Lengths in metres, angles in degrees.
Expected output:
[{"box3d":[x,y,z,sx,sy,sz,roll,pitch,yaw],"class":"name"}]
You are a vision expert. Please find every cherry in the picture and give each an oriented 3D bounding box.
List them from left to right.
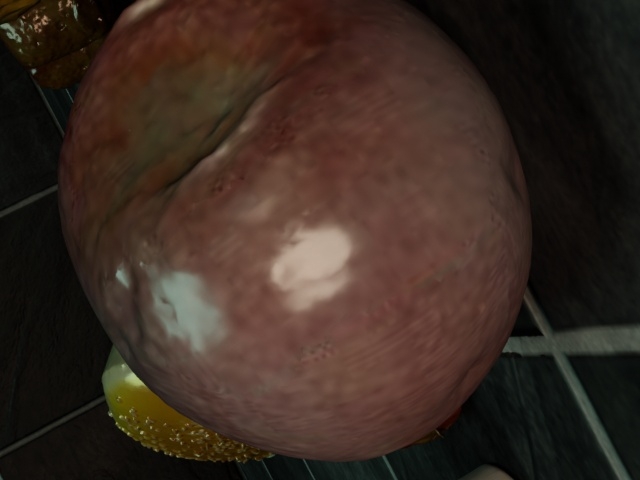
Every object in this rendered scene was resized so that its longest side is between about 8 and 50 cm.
[{"box3d":[0.001,-0.009,0.481,0.239,0.206,0.239,35,-172,-6],"class":"cherry"}]

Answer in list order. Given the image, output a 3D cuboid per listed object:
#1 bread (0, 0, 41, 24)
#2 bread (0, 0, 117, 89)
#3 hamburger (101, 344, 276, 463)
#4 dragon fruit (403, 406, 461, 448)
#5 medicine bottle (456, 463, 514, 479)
[{"box3d":[-0.175,-0.214,0.419,0.204,0.337,0.358,51,-166,-5],"class":"bread"},{"box3d":[-0.310,-0.282,1.130,0.246,0.135,0.232,53,176,24],"class":"bread"},{"box3d":[-0.109,0.149,1.062,0.295,0.227,0.151,97,165,-70],"class":"hamburger"},{"box3d":[0.033,0.119,0.728,0.127,0.120,0.161,61,162,-17],"class":"dragon fruit"},{"box3d":[0.047,0.258,0.687,0.139,0.237,0.139,54,164,23],"class":"medicine bottle"}]
